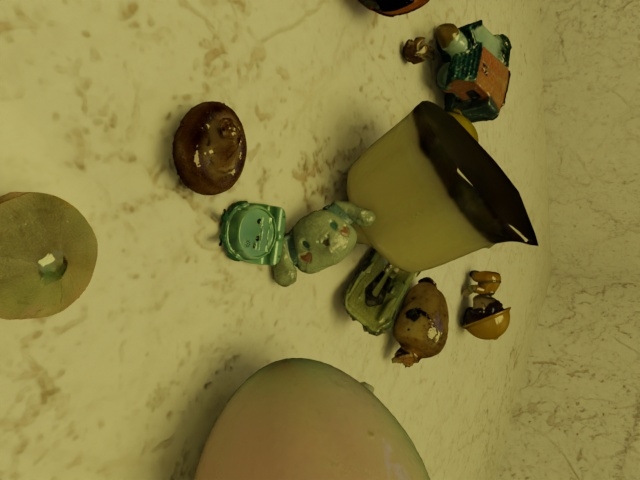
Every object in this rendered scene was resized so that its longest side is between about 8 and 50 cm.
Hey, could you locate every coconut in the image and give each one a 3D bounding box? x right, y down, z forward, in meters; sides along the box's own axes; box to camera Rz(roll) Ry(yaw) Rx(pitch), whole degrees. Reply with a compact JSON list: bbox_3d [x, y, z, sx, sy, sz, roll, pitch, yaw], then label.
[{"bbox_3d":[-0.275,0.014,0.392,0.116,0.122,0.116,-12,105,-53],"label":"coconut"}]

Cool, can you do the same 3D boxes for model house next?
[{"bbox_3d":[0.383,-0.499,1.167,0.291,0.185,0.253,23,78,-41],"label":"model house"}]

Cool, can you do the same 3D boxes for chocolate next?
[{"bbox_3d":[0.215,-0.081,0.878,0.326,0.297,0.314,36,36,-15],"label":"chocolate"}]

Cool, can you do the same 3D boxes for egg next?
[{"bbox_3d":[-0.021,0.343,0.603,0.355,0.355,0.339,-12,87,-52],"label":"egg"}]

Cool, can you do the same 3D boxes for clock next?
[{"bbox_3d":[-0.114,-0.012,0.668,0.135,0.041,0.101,7,89,-53],"label":"clock"}]

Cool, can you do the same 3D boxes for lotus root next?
[{"bbox_3d":[0.275,0.218,1.136,0.154,0.140,0.256,57,46,-48],"label":"lotus root"}]

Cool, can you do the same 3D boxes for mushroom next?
[{"bbox_3d":[-0.149,-0.125,0.574,0.109,0.085,0.126,103,12,-62],"label":"mushroom"},{"bbox_3d":[0.270,-0.491,1.098,0.187,0.061,0.060,-32,118,-51],"label":"mushroom"}]

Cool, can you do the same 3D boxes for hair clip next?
[{"bbox_3d":[0.151,0.090,0.994,0.321,0.138,0.091,-47,174,-40],"label":"hair clip"}]

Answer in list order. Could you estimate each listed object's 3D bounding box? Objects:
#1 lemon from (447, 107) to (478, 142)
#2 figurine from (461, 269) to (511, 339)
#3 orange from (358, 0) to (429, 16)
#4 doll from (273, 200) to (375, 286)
[{"bbox_3d":[0.323,-0.238,1.108,0.173,0.174,0.206,-31,122,-47],"label":"lemon"},{"bbox_3d":[0.618,0.240,1.571,0.192,0.167,0.256,1,92,-39],"label":"figurine"},{"bbox_3d":[0.140,-0.561,0.811,0.235,0.182,0.234,-5,98,-41],"label":"orange"},{"bbox_3d":[0.000,0.000,0.757,0.214,0.071,0.103,-34,89,-5],"label":"doll"}]
